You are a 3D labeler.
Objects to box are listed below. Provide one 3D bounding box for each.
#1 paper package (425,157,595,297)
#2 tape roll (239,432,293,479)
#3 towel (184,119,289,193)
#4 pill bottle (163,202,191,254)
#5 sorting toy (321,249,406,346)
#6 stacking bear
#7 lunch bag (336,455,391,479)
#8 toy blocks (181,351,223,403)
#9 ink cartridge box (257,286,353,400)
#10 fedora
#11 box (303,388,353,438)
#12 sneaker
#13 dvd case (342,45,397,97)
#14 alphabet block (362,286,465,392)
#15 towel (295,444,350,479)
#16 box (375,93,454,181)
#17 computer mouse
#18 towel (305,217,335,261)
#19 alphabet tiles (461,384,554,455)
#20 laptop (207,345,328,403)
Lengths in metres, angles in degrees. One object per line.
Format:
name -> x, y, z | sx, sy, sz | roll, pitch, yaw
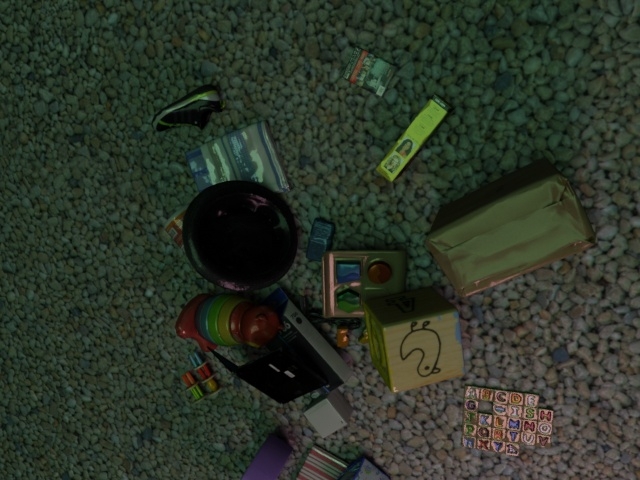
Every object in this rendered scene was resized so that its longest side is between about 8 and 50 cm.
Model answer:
paper package -> 0.419, -0.037, 1.254 | 0.309, 0.325, 0.168 | -26, 95, 21
tape roll -> -0.192, 0.732, 1.680 | 0.090, 0.275, 0.275 | 31, 111, 7
towel -> -0.242, -0.202, 1.581 | 0.284, 0.034, 0.209 | -16, 98, 21
pill bottle -> -0.347, 0.004, 1.622 | 0.121, 0.121, 0.216 | -41, 90, 23
sorting toy -> 0.119, 0.166, 1.513 | 0.228, 0.041, 0.307 | -2, 117, -1
stacking bear -> -0.244, 0.237, 1.590 | 0.289, 0.164, 0.175 | -1, 148, 36
lunch bag -> 0.125, 0.748, 1.670 | 0.129, 0.096, 0.151 | 42, 84, -12
toy blocks -> -0.401, 0.441, 1.790 | 0.123, 0.054, 0.148 | -29, 94, 22
ink cartridge box -> -0.070, 0.307, 1.622 | 0.333, 0.065, 0.165 | 49, 131, 2
fedora -> -0.234, -0.005, 1.520 | 0.152, 0.334, 0.334 | -16, 100, 56
box -> 0.025, 0.513, 1.654 | 0.101, 0.087, 0.102 | -38, 91, 22
sneaker -> -0.373, -0.349, 1.557 | 0.234, 0.084, 0.097 | -25, 97, 22
dvd case -> 0.125, -0.432, 1.414 | 0.119, 0.013, 0.087 | 29, 111, 10
alphabet block -> 0.236, 0.250, 1.423 | 0.197, 0.193, 0.193 | -13, 103, -8
towel -> 0.004, 0.757, 1.760 | 0.144, 0.029, 0.197 | 27, 108, 9
box -> 0.237, -0.255, 1.386 | 0.058, 0.087, 0.232 | 40, 113, 7
computer mouse -> 0.029, 0.129, 1.570 | 0.184, 0.060, 0.262 | 4, 117, 12
towel -> 0.000, 0.000, 1.559 | 0.067, 0.029, 0.120 | 18, 108, 13
alphabet tiles -> 0.518, 0.508, 1.537 | 0.237, 0.009, 0.198 | 3, 105, 17
laptop -> -0.152, 0.359, 1.584 | 0.264, 0.137, 0.234 | -29, 131, 19
